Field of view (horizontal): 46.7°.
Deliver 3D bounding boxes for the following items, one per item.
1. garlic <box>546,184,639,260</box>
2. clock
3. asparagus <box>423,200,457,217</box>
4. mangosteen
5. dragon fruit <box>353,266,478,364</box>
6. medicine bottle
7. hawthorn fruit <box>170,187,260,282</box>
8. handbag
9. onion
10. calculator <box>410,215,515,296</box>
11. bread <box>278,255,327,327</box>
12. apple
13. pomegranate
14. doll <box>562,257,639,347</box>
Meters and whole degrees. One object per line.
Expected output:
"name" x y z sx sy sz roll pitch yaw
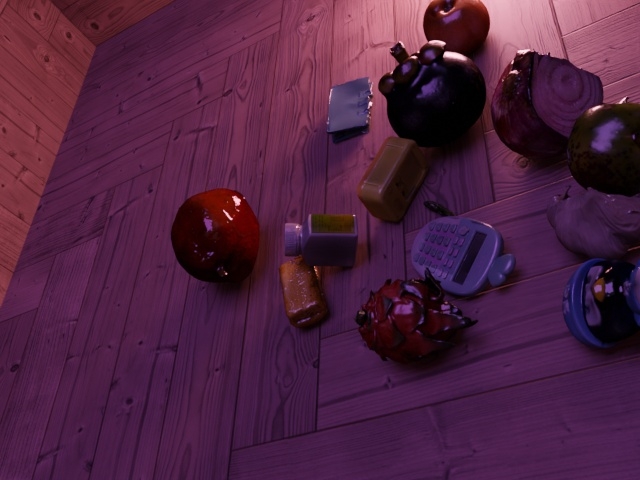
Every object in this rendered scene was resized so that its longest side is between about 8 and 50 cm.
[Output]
"garlic" 0.574 -0.030 1.548 0.229 0.178 0.142 9 85 55
"clock" 0.194 -0.164 1.979 0.096 0.143 0.202 16 67 38
"asparagus" 0.331 -0.051 1.862 0.034 0.027 0.236 -52 40 9
"mangosteen" 0.289 -0.402 1.983 0.275 0.302 0.275 -37 14 11
"dragon fruit" 0.210 0.178 1.650 0.274 0.193 0.192 -1 57 10
"medicine bottle" 0.000 0.000 1.948 0.189 0.132 0.088 1 46 -3
"hawthorn fruit" -0.298 0.009 2.149 0.265 0.265 0.307 -33 47 13
"handbag" 0.096 -0.416 2.343 0.144 0.057 0.221 -13 49 26
"onion" 0.527 -0.320 1.795 0.256 0.272 0.230 -54 15 -20
"calculator" 0.333 0.037 1.753 0.299 0.041 0.185 21 84 48
"bread" -0.048 0.134 1.971 0.114 0.083 0.210 -26 44 13
"apple" 0.399 -0.645 2.204 0.201 0.162 0.201 -23 43 23
"pomegranate" 0.623 -0.182 1.610 0.214 0.214 0.248 -62 0 -20
"doll" 0.557 0.109 1.402 0.314 0.141 0.177 137 144 -67
